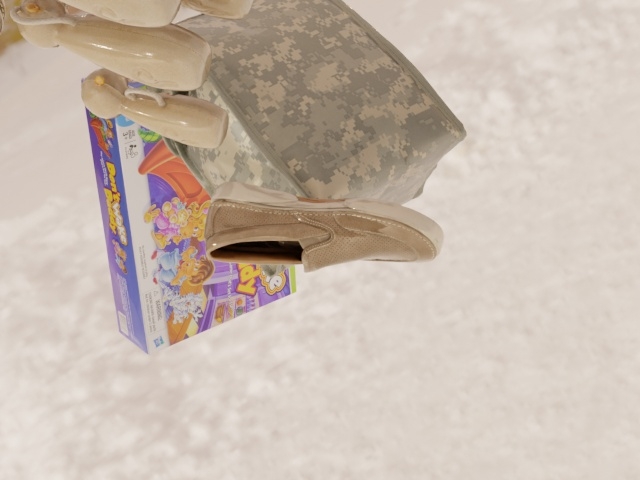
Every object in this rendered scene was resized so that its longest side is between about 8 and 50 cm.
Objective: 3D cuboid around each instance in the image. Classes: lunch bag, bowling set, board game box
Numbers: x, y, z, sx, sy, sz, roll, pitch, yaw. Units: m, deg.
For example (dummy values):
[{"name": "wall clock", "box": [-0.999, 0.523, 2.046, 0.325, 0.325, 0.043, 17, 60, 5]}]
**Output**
[{"name": "lunch bag", "box": [-0.033, -0.143, 1.359, 0.235, 0.287, 0.169, -30, -14, -33]}, {"name": "bowling set", "box": [-0.135, -0.210, 0.956, 0.287, 0.154, 0.200, 82, -153, -69]}, {"name": "board game box", "box": [-0.154, -0.059, 1.560, 0.233, 0.347, 0.078, -23, 33, -31]}]

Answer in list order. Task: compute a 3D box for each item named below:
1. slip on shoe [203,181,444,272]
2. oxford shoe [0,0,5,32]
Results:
[{"name": "slip on shoe", "box": [0.000, 0.000, 0.703, 0.135, 0.051, 0.041, 11, 61, 8]}, {"name": "oxford shoe", "box": [-0.434, -0.122, 1.158, 0.348, 0.123, 0.130, -34, 51, -8]}]
